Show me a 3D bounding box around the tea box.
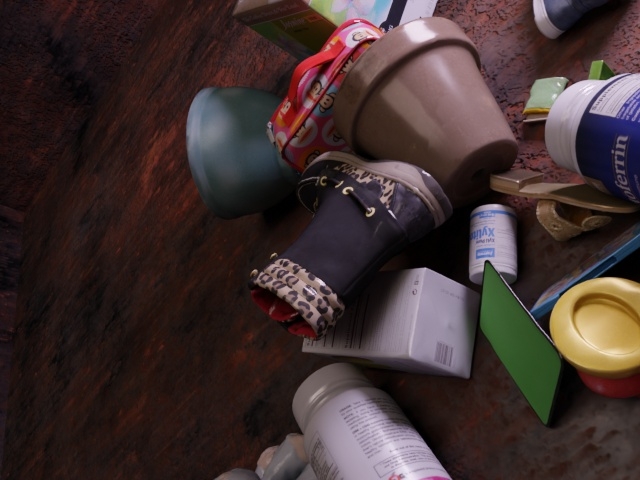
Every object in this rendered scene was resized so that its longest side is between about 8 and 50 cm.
[{"bbox_3d":[0.054,-0.523,1.305,0.220,0.323,0.329,10,80,53],"label":"tea box"}]

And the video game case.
[{"bbox_3d":[0.342,0.034,0.831,0.166,0.119,0.015,-44,79,28],"label":"video game case"}]

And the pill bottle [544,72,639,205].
[{"bbox_3d":[0.396,-0.117,0.781,0.153,0.153,0.264,-61,24,7],"label":"pill bottle"}]

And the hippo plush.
[{"bbox_3d":[-0.119,0.433,1.077,0.294,0.236,0.234,-45,42,26],"label":"hippo plush"}]

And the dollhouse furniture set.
[{"bbox_3d":[0.358,-0.222,0.985,0.151,0.058,0.076,5,75,52],"label":"dollhouse furniture set"}]

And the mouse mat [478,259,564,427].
[{"bbox_3d":[0.259,0.134,0.874,0.007,0.153,0.190,-16,44,-9],"label":"mouse mat"}]

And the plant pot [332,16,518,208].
[{"bbox_3d":[0.185,-0.181,1.049,0.263,0.263,0.229,-48,57,24],"label":"plant pot"}]

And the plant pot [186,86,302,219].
[{"bbox_3d":[-0.129,-0.200,1.429,0.196,0.293,0.293,-5,64,21],"label":"plant pot"}]

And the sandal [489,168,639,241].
[{"bbox_3d":[0.335,-0.040,0.921,0.240,0.088,0.079,26,125,53],"label":"sandal"}]

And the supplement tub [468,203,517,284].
[{"bbox_3d":[0.256,0.007,0.980,0.071,0.071,0.107,-19,57,45],"label":"supplement tub"}]

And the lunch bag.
[{"bbox_3d":[0.047,-0.245,1.217,0.293,0.258,0.120,-49,41,21],"label":"lunch bag"}]

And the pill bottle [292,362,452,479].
[{"bbox_3d":[0.072,0.319,0.966,0.160,0.160,0.283,-56,38,14],"label":"pill bottle"}]

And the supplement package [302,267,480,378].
[{"bbox_3d":[0.106,0.131,1.042,0.244,0.139,0.134,-8,64,50],"label":"supplement package"}]

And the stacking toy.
[{"bbox_3d":[0.441,0.132,0.697,0.279,0.130,0.309,-35,43,-2],"label":"stacking toy"}]

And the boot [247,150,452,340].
[{"bbox_3d":[0.000,0.000,1.052,0.284,0.138,0.377,-46,29,-17],"label":"boot"}]

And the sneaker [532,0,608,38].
[{"bbox_3d":[0.400,-0.448,1.018,0.163,0.086,0.226,-30,58,53],"label":"sneaker"}]
